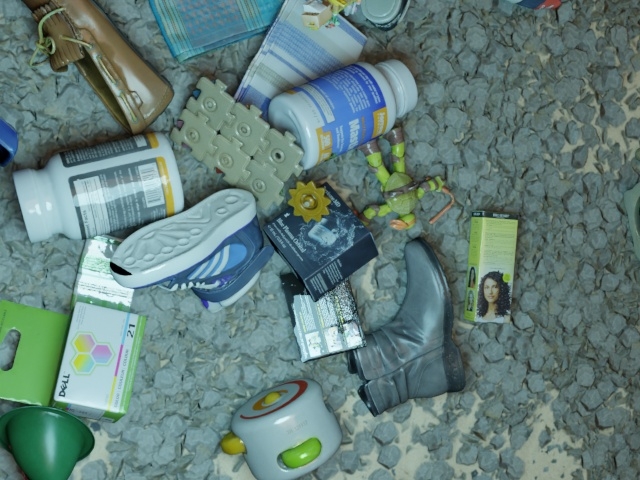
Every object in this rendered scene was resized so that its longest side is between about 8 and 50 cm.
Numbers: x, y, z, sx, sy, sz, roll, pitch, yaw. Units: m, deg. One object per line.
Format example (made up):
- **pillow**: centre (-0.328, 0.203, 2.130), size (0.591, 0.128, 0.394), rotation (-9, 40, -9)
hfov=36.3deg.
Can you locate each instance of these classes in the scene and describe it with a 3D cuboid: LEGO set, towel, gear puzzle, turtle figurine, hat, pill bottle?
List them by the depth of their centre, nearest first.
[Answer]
- **hat**: centre (-0.490, 0.421, 1.710), size (0.173, 0.183, 0.208), rotation (-28, 127, 23)
- **pill bottle**: centre (-0.398, -0.092, 1.755), size (0.278, 0.162, 0.162), rotation (-15, 97, -15)
- **gear puzzle**: centre (-0.112, -0.160, 1.822), size (0.339, 0.044, 0.175), rotation (37, 125, 3)
- **towel**: centre (-0.400, 0.067, 1.837), size (0.113, 0.023, 0.152), rotation (14, 90, -15)
- **towel**: centre (-0.222, -0.550, 1.852), size (0.271, 0.040, 0.370), rotation (-24, 99, -16)
- **LEGO set**: centre (0.028, -0.466, 1.855), size (0.132, 0.107, 0.287), rotation (8, 50, -7)
- **pill bottle**: centre (0.049, -0.251, 1.866), size (0.272, 0.152, 0.152), rotation (-26, 100, -25)
- **towel**: centre (-0.042, -0.330, 1.900), size (0.209, 0.034, 0.285), rotation (30, 85, -34)
- **turtle figurine**: centre (0.139, -0.104, 1.958), size (0.269, 0.087, 0.217), rotation (-23, 99, -15)

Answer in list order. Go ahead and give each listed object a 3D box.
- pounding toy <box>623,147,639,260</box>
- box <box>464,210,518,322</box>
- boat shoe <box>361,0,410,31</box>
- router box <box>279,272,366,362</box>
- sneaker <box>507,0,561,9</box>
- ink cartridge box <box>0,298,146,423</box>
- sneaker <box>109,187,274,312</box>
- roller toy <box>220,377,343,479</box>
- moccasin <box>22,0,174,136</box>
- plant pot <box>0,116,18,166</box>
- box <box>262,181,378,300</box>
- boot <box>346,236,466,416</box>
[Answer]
- **pounding toy**: centre (0.769, -0.076, 2.121), size (0.155, 0.154, 0.270), rotation (-16, 98, -16)
- **box**: centre (0.358, 0.055, 2.050), size (0.087, 0.058, 0.232), rotation (3, 91, -17)
- **boat shoe**: centre (0.145, -0.569, 1.941), size (0.114, 0.091, 0.303), rotation (17, 89, 15)
- **router box**: centre (0.005, 0.138, 1.917), size (0.133, 0.046, 0.179), rotation (-14, 84, -1)
- **sneaker**: centre (0.483, -0.647, 2.029), size (0.148, 0.131, 0.350), rotation (15, 94, -24)
- **ink cartridge box**: centre (-0.463, 0.207, 1.753), size (0.255, 0.097, 0.189), rotation (15, 66, -17)
- **sneaker**: centre (-0.228, 0.067, 1.783), size (0.323, 0.130, 0.236), rotation (-34, 137, -36)
- **roller toy**: centre (-0.069, 0.356, 1.864), size (0.191, 0.209, 0.146), rotation (-37, 106, -52)
- **moccasin**: centre (-0.439, -0.347, 1.753), size (0.147, 0.139, 0.380), rotation (-49, 114, -18)
- **plant pot**: centre (-0.651, -0.152, 1.643), size (0.236, 0.236, 0.212), rotation (42, 74, -15)
- **box**: centre (0.000, 0.000, 1.870), size (0.158, 0.093, 0.156), rotation (-36, 59, -7)
- **boot**: centre (0.154, 0.175, 1.969), size (0.222, 0.118, 0.338), rotation (-12, 90, -8)
